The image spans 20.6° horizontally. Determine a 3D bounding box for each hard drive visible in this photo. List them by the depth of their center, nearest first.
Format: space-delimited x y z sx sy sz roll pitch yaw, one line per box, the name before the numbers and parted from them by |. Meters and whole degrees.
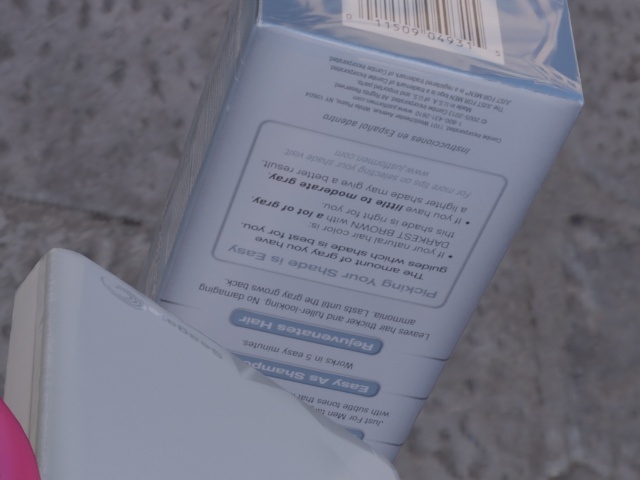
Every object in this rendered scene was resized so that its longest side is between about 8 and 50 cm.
hard drive | -0.030 0.114 0.672 0.203 0.307 0.040 35 100 -16

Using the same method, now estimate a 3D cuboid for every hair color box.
hair color box | 0.000 0.000 1.074 0.185 0.374 0.113 13 42 -12

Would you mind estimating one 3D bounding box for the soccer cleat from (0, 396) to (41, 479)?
soccer cleat | -0.212 0.109 0.387 0.331 0.143 0.116 -24 80 -49
